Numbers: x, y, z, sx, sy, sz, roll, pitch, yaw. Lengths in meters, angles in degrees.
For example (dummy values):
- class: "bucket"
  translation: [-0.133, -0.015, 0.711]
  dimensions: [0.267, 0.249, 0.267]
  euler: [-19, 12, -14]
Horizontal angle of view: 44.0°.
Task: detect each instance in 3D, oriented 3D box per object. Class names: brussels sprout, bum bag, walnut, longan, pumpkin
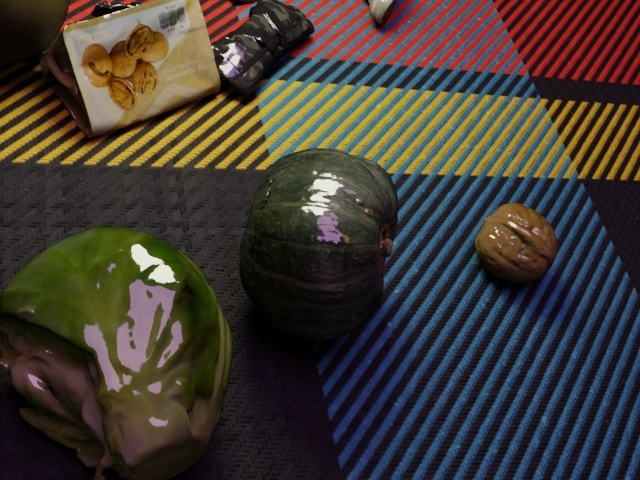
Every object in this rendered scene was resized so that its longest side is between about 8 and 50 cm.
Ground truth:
- class: "brussels sprout"
  translation: [-0.276, 0.155, 1.142]
  dimensions: [0.315, 0.276, 0.371]
  euler: [-28, 69, -31]
- class: "bum bag"
  translation: [-0.394, -0.490, 1.707]
  dimensions: [0.198, 0.087, 0.049]
  euler: [-4, 74, -21]
- class: "walnut"
  translation: [0.396, 0.008, 1.593]
  dimensions: [0.166, 0.149, 0.166]
  euler: [1, 80, -8]
- class: "longan"
  translation: [-0.618, -0.476, 1.477]
  dimensions: [0.319, 0.319, 0.319]
  euler: [10, 52, -13]
- class: "pumpkin"
  translation: [0.000, 0.000, 1.360]
  dimensions: [0.257, 0.291, 0.327]
  euler: [10, 38, 13]
- class: "bum bag"
  translation: [-0.136, -0.449, 1.770]
  dimensions: [0.144, 0.095, 0.340]
  euler: [43, 51, -6]

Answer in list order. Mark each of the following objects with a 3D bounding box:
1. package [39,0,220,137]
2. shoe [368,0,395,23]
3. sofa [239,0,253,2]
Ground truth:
- class: "package"
  translation: [-0.386, -0.360, 1.595]
  dimensions: [0.311, 0.221, 0.165]
  euler: [-30, 29, -33]
- class: "shoe"
  translation: [0.136, -0.685, 2.035]
  dimensions: [0.159, 0.124, 0.316]
  euler: [23, 44, -4]
- class: "sofa"
  translation: [-0.209, -0.634, 1.912]
  dimensions: [0.085, 0.060, 0.147]
  euler: [-15, 60, -48]
